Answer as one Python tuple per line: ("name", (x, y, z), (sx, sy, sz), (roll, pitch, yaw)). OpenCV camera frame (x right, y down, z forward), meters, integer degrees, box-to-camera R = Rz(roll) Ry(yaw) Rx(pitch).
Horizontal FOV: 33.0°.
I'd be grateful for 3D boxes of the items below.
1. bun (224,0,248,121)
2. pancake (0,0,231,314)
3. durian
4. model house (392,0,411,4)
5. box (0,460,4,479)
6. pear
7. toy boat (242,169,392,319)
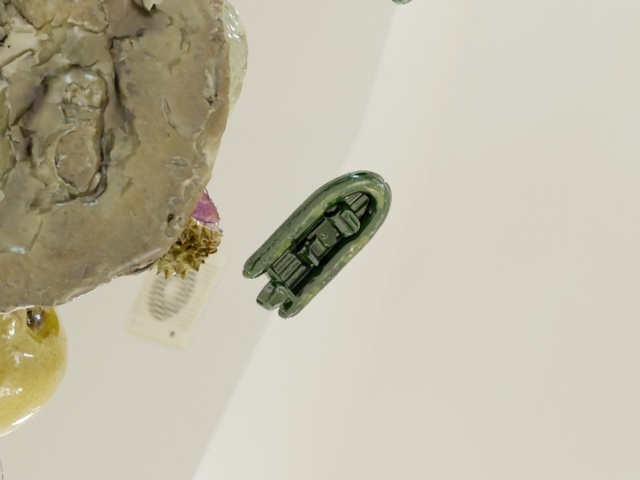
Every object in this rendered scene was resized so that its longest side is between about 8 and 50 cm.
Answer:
("bun", (-0.182, -0.270, 1.591), (0.153, 0.244, 0.244), (-2, -127, -5))
("pancake", (-0.238, -0.128, 0.774), (0.387, 0.387, 0.082), (-56, -148, -2))
("durian", (-0.257, -0.058, 1.679), (0.186, 0.154, 0.260), (-59, -138, 21))
("model house", (0.039, -0.471, 1.464), (0.298, 0.243, 0.284), (20, -109, 4))
("box", (-0.397, 0.213, 0.764), (0.333, 0.145, 0.173), (-22, -145, -11))
("pear", (-0.518, 0.146, 1.511), (0.314, 0.314, 0.314), (-22, -129, 30))
("toy boat", (0.000, 0.000, 1.265), (0.210, 0.104, 0.052), (-44, -150, -9))
